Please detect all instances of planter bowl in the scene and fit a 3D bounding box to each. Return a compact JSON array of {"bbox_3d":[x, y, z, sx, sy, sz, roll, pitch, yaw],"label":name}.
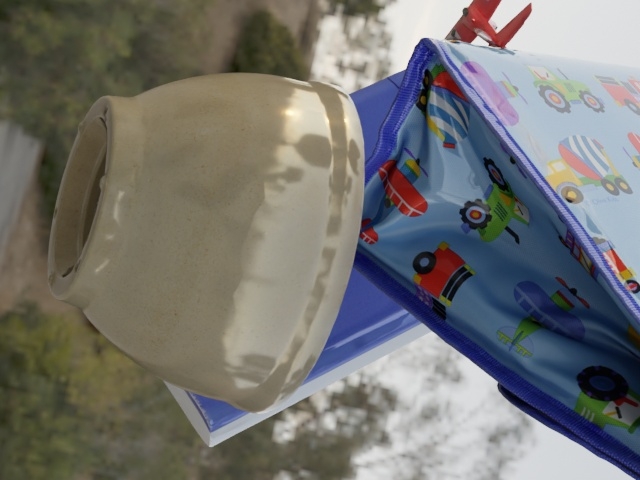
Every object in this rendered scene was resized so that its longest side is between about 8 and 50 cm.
[{"bbox_3d":[-0.063,-0.008,0.719,0.162,0.109,0.162,-167,-90,-68],"label":"planter bowl"}]

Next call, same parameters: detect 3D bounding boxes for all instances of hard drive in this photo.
[{"bbox_3d":[0.000,0.000,1.178,0.210,0.318,0.040,53,-24,27],"label":"hard drive"}]

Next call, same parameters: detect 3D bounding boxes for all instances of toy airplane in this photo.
[{"bbox_3d":[0.114,-0.149,1.064,0.151,0.028,0.151,-53,-170,13],"label":"toy airplane"}]

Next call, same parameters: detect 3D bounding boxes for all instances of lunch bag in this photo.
[{"bbox_3d":[0.183,0.031,0.818,0.293,0.221,0.138,46,-60,33],"label":"lunch bag"}]
